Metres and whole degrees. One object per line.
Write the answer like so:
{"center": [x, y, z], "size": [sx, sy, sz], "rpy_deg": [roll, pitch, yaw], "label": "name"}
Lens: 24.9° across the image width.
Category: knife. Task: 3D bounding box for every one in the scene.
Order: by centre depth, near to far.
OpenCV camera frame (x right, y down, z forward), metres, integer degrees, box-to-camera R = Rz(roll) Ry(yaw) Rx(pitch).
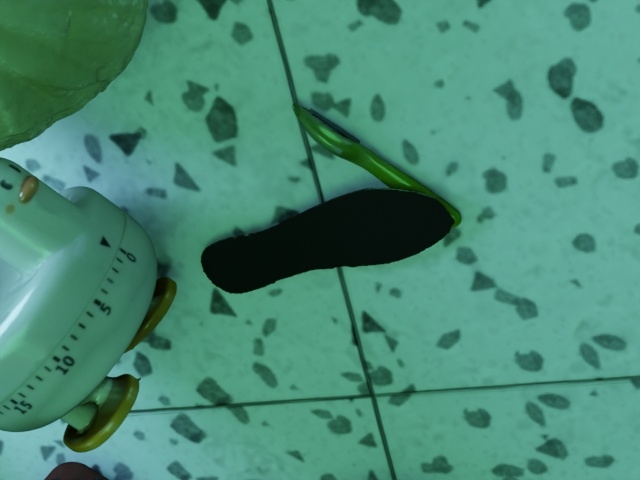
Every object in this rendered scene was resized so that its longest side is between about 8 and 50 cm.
{"center": [0.049, -0.065, 1.278], "size": [0.184, 0.026, 0.022], "rpy_deg": [33, 136, -10], "label": "knife"}

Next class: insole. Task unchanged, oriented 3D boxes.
{"center": [0.000, 0.000, 1.328], "size": [0.253, 0.005, 0.086], "rpy_deg": [-15, 123, 24], "label": "insole"}

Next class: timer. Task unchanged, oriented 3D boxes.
{"center": [-0.264, 0.047, 1.296], "size": [0.240, 0.233, 0.233], "rpy_deg": [39, 122, -21], "label": "timer"}

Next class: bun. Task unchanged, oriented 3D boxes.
{"center": [-0.323, -0.225, 1.166], "size": [0.352, 0.227, 0.349], "rpy_deg": [46, 122, -11], "label": "bun"}

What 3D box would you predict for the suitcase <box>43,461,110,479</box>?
{"center": [-0.225, 0.399, 1.536], "size": [0.297, 0.161, 0.236], "rpy_deg": [35, 123, -8], "label": "suitcase"}
